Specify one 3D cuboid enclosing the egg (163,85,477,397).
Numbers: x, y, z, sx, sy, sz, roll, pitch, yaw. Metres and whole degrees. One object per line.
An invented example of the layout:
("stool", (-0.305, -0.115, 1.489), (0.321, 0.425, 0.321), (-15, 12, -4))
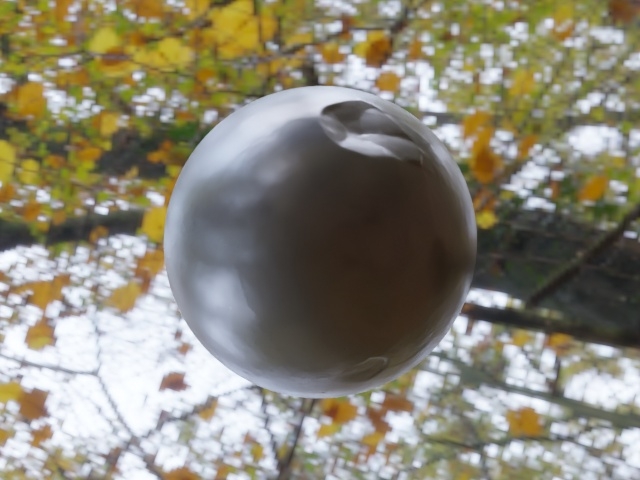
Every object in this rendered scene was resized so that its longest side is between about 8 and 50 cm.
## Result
("egg", (0.000, 0.000, 0.880), (0.176, 0.232, 0.176), (0, -95, -4))
